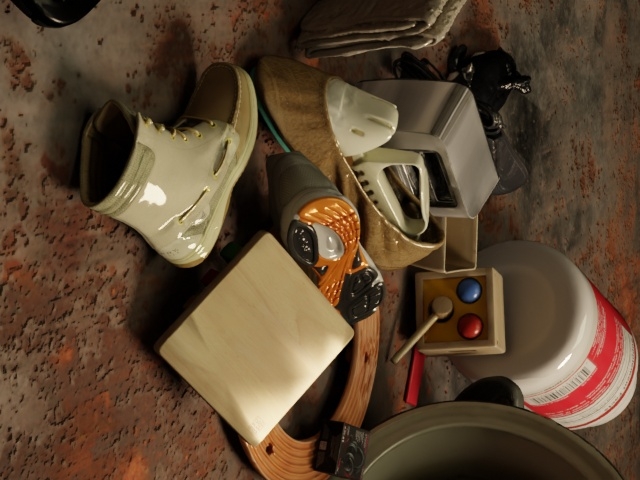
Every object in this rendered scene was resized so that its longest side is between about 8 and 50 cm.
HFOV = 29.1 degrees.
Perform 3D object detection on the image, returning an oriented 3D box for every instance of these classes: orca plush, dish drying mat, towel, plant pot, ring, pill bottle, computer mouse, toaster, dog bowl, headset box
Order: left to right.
[{"bbox_3d":[-0.018,0.124,1.442,0.336,0.032,0.336,-12,104,-60],"label":"ring"},{"bbox_3d":[0.028,0.252,1.473,0.083,0.032,0.062,33,65,-56],"label":"headset box"},{"bbox_3d":[0.100,-0.301,1.454,0.282,0.187,0.049,-56,134,-41],"label":"towel"},{"bbox_3d":[0.116,-0.116,1.517,0.110,0.168,0.185,-61,142,-36],"label":"toaster"},{"bbox_3d":[0.134,0.191,1.738,0.032,0.008,0.083,34,64,-56],"label":"dish drying mat"},{"bbox_3d":[0.146,-0.015,1.651,0.109,0.096,0.109,-4,95,-61],"label":"plant pot"},{"bbox_3d":[0.195,-0.133,1.664,0.072,0.188,0.272,-49,144,-2],"label":"computer mouse"},{"bbox_3d":[0.187,0.402,1.492,0.150,0.408,0.408,86,25,-48],"label":"dog bowl"},{"bbox_3d":[0.272,-0.221,1.849,0.287,0.102,0.151,-17,107,-59],"label":"orca plush"},{"bbox_3d":[0.358,0.165,1.908,0.408,0.229,0.229,36,62,-56],"label":"pill bottle"}]

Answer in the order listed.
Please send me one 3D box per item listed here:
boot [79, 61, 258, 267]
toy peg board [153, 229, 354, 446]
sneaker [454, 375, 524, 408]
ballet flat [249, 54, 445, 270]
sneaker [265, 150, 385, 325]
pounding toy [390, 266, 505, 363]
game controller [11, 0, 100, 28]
[{"bbox_3d":[-0.142,-0.099,1.159,0.165,0.077,0.213,37,63,-53],"label":"boot"},{"bbox_3d":[-0.079,0.094,1.261,0.160,0.079,0.161,-48,120,-14],"label":"toy peg board"},{"bbox_3d":[0.247,0.296,1.772,0.162,0.106,0.281,-14,133,-47],"label":"sneaker"},{"bbox_3d":[0.051,-0.092,1.410,0.342,0.124,0.116,57,34,-36],"label":"ballet flat"},{"bbox_3d":[0.000,0.000,1.339,0.262,0.099,0.121,80,-13,-53],"label":"sneaker"},{"bbox_3d":[0.175,0.108,1.696,0.100,0.141,0.130,34,53,-68],"label":"pounding toy"},{"bbox_3d":[-0.192,-0.323,1.059,0.319,0.067,0.166,-60,141,-40],"label":"game controller"}]
